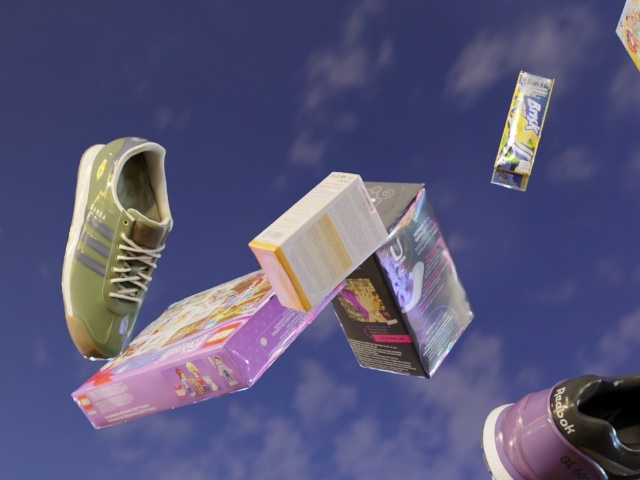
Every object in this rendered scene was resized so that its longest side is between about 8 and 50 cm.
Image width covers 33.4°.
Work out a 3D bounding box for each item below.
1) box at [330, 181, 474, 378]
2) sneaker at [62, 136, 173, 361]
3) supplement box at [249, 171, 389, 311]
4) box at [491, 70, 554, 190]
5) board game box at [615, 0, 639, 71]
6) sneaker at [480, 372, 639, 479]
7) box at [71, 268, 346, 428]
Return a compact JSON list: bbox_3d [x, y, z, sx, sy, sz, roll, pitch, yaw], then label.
[{"bbox_3d":[0.111,0.061,1.675,0.143,0.165,0.270,5,-48,40],"label":"box"},{"bbox_3d":[-0.165,0.002,0.895,0.086,0.192,0.064,-12,-18,42],"label":"sneaker"},{"bbox_3d":[0.000,0.000,0.827,0.036,0.098,0.062,11,-45,51],"label":"supplement box"},{"bbox_3d":[0.301,-0.163,1.588,0.054,0.169,0.059,15,-21,10],"label":"box"},{"bbox_3d":[0.444,-0.257,1.401,0.026,0.154,0.103,-15,-30,-9],"label":"board game box"},{"bbox_3d":[0.276,0.158,0.840,0.283,0.107,0.124,5,-32,-30],"label":"sneaker"},{"bbox_3d":[-0.132,0.115,1.231,0.293,0.201,0.057,-21,-74,44],"label":"box"}]
